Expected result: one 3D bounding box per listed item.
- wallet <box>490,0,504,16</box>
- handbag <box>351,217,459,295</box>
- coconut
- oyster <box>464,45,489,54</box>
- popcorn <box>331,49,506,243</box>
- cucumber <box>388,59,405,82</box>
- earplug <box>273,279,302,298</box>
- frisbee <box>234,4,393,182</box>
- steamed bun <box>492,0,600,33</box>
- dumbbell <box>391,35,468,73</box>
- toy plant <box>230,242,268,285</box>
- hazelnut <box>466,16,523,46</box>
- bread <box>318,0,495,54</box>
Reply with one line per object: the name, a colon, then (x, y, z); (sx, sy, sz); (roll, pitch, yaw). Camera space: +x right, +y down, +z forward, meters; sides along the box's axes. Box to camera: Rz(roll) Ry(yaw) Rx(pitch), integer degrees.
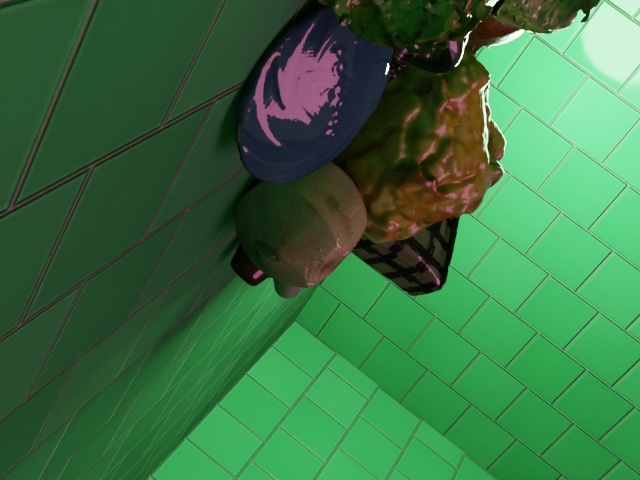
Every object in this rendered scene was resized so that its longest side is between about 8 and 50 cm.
wallet: (0.250, -0.443, 1.741); (0.255, 0.031, 0.137); (8, -119, 57)
handbag: (0.167, -0.092, 2.172); (0.162, 0.325, 0.327); (-17, -136, 50)
coconut: (-0.039, -0.029, 1.720); (0.241, 0.241, 0.241); (-52, 174, -7)
oyster: (0.278, -0.408, 2.298); (0.337, 0.133, 0.198); (-50, 177, 2)
popcorn: (0.166, -0.188, 1.855); (0.344, 0.354, 0.390); (-37, 126, -26)
cucumber: (0.023, -0.231, 1.522); (0.359, 0.096, 0.096); (-47, 172, -48)
earplug: (-0.010, -0.007, 2.224); (0.325, 0.175, 0.214); (-49, 166, -33)
frisbee: (0.006, -0.192, 1.339); (0.289, 0.049, 0.290); (-35, 148, -26)
steamed bun: (0.399, -0.575, 1.869); (0.290, 0.272, 0.273); (-50, -151, -13)
dumbbell: (0.232, -0.433, 1.542); (0.406, 0.179, 0.179); (-51, 174, -13)
toy plant: (-0.092, -0.006, 1.925); (0.200, 0.105, 0.143); (-50, 141, -16)
hazelnut: (0.362, -0.504, 2.121); (0.210, 0.186, 0.210); (-156, -90, -82)
bread: (0.166, -0.390, 1.229); (0.251, 0.208, 0.376); (-51, 180, 39)
